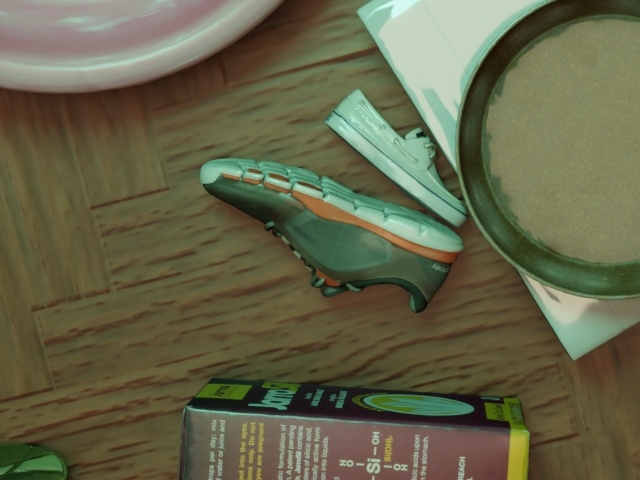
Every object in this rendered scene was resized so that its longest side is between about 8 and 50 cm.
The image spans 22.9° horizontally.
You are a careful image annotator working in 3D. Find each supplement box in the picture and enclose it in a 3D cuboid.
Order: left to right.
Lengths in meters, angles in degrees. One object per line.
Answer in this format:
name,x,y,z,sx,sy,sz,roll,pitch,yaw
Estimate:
supplement box,0.020,0.129,0.891,0.188,0.104,0.080,4,94,4

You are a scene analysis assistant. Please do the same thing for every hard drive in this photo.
hard drive,0.231,-0.123,0.877,0.353,0.047,0.233,-32,94,5

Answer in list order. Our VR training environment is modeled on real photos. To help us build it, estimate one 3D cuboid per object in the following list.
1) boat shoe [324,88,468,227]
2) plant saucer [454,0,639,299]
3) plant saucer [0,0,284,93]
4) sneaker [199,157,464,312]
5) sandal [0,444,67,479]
boat shoe,0.051,-0.049,0.910,0.100,0.035,0.035,40,91,3
plant saucer,0.156,-0.053,0.850,0.168,0.029,0.168,0,96,1
plant saucer,-0.141,-0.246,0.839,0.332,0.084,0.332,-3,116,-7
sneaker,0.000,0.000,0.906,0.158,0.061,0.064,20,102,3
sandal,-0.239,0.157,0.937,0.180,0.072,0.049,-2,116,0
